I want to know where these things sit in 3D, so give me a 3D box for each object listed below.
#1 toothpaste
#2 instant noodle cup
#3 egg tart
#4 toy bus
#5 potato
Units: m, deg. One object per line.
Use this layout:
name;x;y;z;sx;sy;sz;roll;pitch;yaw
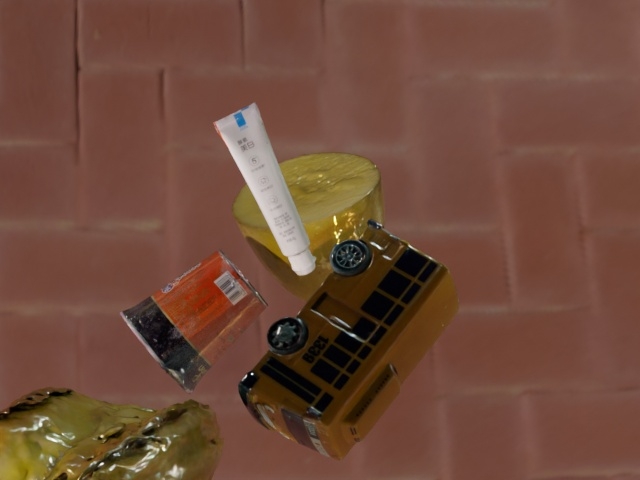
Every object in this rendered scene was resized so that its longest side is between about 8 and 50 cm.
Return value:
toothpaste;-0.050;-0.048;1.533;0.048;0.031;0.190;-27;114;-7
instant noodle cup;-0.138;0.085;1.710;0.136;0.127;0.127;-41;83;-4
egg tart;-0.284;0.274;1.370;0.443;0.443;0.178;-40;82;-20
toy bus;0.029;0.096;1.352;0.114;0.098;0.201;30;70;27
potato;0.000;0.000;1.793;0.178;0.203;0.158;-41;126;-38
